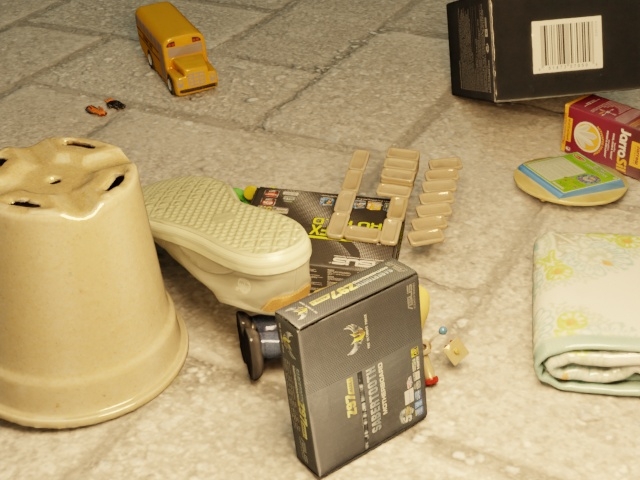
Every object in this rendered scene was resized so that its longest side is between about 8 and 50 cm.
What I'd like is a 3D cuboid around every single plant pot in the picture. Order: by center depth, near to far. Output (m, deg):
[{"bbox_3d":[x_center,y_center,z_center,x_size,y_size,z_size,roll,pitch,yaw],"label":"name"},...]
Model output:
[{"bbox_3d":[-0.360,0.036,1.331,0.333,0.306,0.334,1,33,-1],"label":"plant pot"}]

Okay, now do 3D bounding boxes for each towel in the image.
[{"bbox_3d":[0.500,0.103,1.383,0.374,0.090,0.321,4,30,11],"label":"towel"}]

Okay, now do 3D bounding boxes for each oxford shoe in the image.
[{"bbox_3d":[-0.164,0.001,1.447,0.169,0.130,0.449,-26,32,-28],"label":"oxford shoe"}]

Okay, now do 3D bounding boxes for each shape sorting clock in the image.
[{"bbox_3d":[0.462,-0.109,1.752,0.206,0.040,0.206,-3,29,2],"label":"shape sorting clock"}]

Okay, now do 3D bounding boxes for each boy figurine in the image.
[{"bbox_3d":[0.020,0.117,1.392,0.285,0.092,0.177,-11,24,-16],"label":"boy figurine"}]

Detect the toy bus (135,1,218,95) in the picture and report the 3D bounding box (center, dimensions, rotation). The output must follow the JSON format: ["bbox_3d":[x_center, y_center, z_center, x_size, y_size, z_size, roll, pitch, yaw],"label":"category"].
[{"bbox_3d":[-0.351,-0.465,2.293,0.108,0.130,0.333,-16,35,-18],"label":"toy bus"}]

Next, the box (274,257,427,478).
[{"bbox_3d":[0.044,0.160,1.192,0.183,0.233,0.059,-22,31,-27],"label":"box"}]

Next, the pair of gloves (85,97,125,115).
[{"bbox_3d":[-0.491,-0.304,2.167,0.083,0.010,0.074,-26,38,-35],"label":"pair of gloves"}]

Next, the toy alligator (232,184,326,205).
[{"bbox_3d":[-0.078,-0.066,1.728,0.189,0.056,0.051,4,75,9],"label":"toy alligator"}]

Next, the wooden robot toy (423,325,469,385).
[{"bbox_3d":[0.119,0.172,1.346,0.173,0.076,0.079,-13,-1,-14],"label":"wooden robot toy"}]

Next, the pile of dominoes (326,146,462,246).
[{"bbox_3d":[0.131,-0.066,1.620,0.195,0.040,0.251,9,44,11],"label":"pile of dominoes"}]

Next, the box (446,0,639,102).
[{"bbox_3d":[0.444,-0.406,1.947,0.293,0.212,0.395,-6,11,-4],"label":"box"}]

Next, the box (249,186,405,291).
[{"bbox_3d":[0.000,0.000,1.589,0.269,0.060,0.216,6,35,9],"label":"box"}]

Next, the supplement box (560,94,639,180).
[{"bbox_3d":[0.567,-0.202,1.829,0.080,0.104,0.188,-27,39,-32],"label":"supplement box"}]
